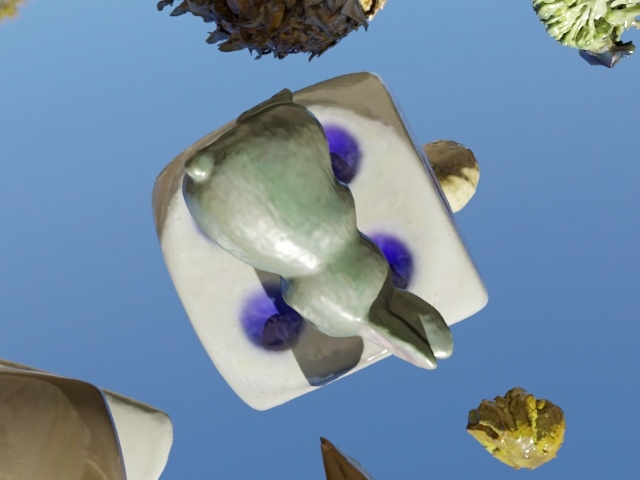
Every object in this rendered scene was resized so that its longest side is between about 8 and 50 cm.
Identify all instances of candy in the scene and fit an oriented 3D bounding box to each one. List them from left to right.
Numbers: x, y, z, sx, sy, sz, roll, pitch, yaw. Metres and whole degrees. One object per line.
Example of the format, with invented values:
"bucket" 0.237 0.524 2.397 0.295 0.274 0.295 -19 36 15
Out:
"candy" -0.392 0.266 1.570 0.358 0.208 0.145 18 -106 -5

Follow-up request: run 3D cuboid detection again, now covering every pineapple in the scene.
"pineapple" -0.065 -0.396 1.417 0.352 0.352 0.300 -26 -118 -24

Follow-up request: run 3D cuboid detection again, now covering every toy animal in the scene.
"toy animal" -0.003 0.015 0.890 0.127 0.251 0.125 -37 -178 -20

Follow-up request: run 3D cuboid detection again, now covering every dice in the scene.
"dice" 0.000 0.000 1.296 0.304 0.304 0.277 -26 175 8

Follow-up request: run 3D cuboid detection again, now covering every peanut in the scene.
"peanut" 0.184 -0.097 1.769 0.140 0.109 0.159 8 -152 28

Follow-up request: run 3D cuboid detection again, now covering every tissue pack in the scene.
"tissue pack" -0.372 0.291 1.054 0.387 0.267 0.277 -23 -118 33

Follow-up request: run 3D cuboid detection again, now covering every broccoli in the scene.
"broccoli" 0.429 -0.358 1.514 0.263 0.247 0.243 -26 -154 -37

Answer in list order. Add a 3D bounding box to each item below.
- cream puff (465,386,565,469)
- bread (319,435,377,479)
"cream puff" 0.168 0.162 0.935 0.083 0.083 0.058 -19 -136 -3
"bread" 0.031 0.268 1.073 0.084 0.074 0.139 -50 -128 -2
